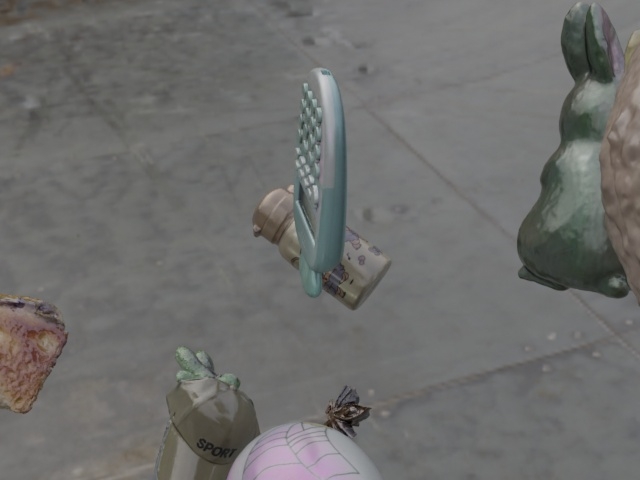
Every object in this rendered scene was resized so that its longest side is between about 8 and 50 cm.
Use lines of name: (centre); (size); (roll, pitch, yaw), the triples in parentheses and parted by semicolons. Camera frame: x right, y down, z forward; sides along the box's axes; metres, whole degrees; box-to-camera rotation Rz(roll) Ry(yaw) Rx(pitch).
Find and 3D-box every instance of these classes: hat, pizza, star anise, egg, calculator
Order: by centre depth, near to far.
egg: (-0.007, 0.323, 1.138); (0.196, 0.196, 0.271); (-10, 23, -10)
pizza: (-0.439, 0.153, 1.178); (0.305, 0.161, 0.085); (-21, -2, -30)
calculator: (-0.001, -0.068, 1.257); (0.042, 0.295, 0.184); (-3, 29, -11)
hat: (-0.143, 0.280, 1.341); (0.147, 0.085, 0.175); (24, 63, -19)
star anise: (0.044, 0.289, 1.637); (0.056, 0.129, 0.124); (23, 53, -20)

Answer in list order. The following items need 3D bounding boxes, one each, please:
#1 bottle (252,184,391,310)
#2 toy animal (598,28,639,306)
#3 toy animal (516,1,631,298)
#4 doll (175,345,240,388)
bottle: (0.000, 0.000, 1.487); (0.209, 0.097, 0.110); (38, 76, 9)
toy animal: (0.286, -0.052, 0.645); (0.226, 0.188, 0.358); (32, 66, -9)
toy animal: (0.252, -0.079, 0.886); (0.127, 0.251, 0.125); (12, 9, 41)
doll: (-0.170, 0.214, 1.546); (0.077, 0.115, 0.150); (-45, 50, 7)
